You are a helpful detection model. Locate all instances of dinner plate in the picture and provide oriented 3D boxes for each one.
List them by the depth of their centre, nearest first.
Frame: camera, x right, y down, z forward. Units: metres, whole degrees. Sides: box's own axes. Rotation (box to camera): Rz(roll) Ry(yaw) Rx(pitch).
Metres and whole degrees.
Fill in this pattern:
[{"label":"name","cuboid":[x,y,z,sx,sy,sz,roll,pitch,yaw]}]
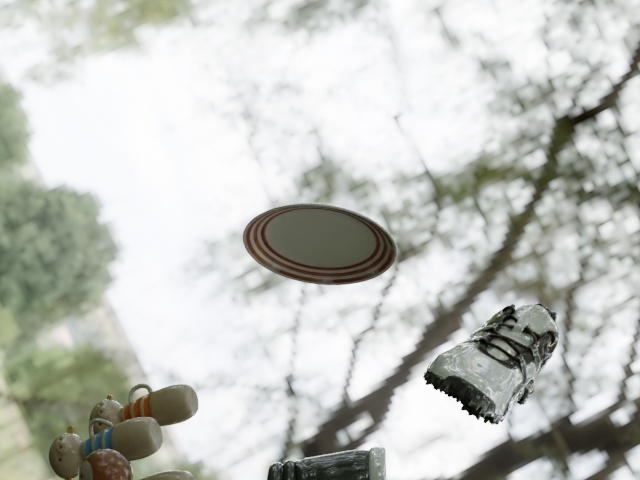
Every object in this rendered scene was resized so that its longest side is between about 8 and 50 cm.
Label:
[{"label":"dinner plate","cuboid":[0.000,0.000,1.749,0.141,0.141,0.017,82,13,-57]}]

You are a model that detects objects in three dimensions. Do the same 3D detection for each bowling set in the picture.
[{"label":"bowling set","cuboid":[-0.229,0.256,1.994,0.200,0.154,0.287,46,34,-53]}]

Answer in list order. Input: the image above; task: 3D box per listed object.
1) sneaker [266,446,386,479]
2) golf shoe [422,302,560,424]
[{"label":"sneaker","cuboid":[-0.007,0.362,2.042,0.104,0.147,0.295,-47,139,-85]},{"label":"golf shoe","cuboid":[0.144,0.090,1.560,0.077,0.094,0.198,34,13,10]}]
